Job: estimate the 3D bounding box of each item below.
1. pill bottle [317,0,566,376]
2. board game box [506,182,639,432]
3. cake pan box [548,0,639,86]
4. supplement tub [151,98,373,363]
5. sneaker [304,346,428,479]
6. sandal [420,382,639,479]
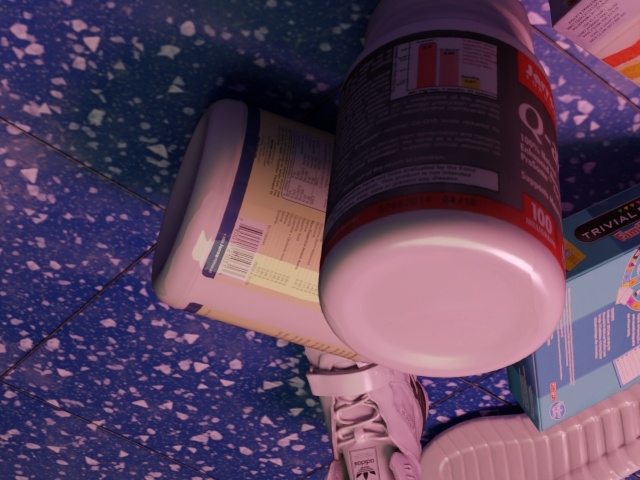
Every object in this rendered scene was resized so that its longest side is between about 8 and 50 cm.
[{"bbox_3d":[0.115,-0.074,1.096,0.210,0.362,0.210,4,139,3],"label":"pill bottle"},{"bbox_3d":[0.364,0.048,1.318,0.336,0.079,0.253,-25,138,-8],"label":"board game box"},{"bbox_3d":[0.392,-0.239,1.101,0.246,0.070,0.267,27,134,-26],"label":"cake pan box"},{"bbox_3d":[0.000,0.000,1.294,0.325,0.235,0.235,18,138,-14],"label":"supplement tub"},{"bbox_3d":[0.056,0.222,1.564,0.138,0.210,0.365,-10,137,17],"label":"sneaker"},{"bbox_3d":[0.334,0.311,1.711,0.416,0.169,0.102,-23,172,30],"label":"sandal"}]
